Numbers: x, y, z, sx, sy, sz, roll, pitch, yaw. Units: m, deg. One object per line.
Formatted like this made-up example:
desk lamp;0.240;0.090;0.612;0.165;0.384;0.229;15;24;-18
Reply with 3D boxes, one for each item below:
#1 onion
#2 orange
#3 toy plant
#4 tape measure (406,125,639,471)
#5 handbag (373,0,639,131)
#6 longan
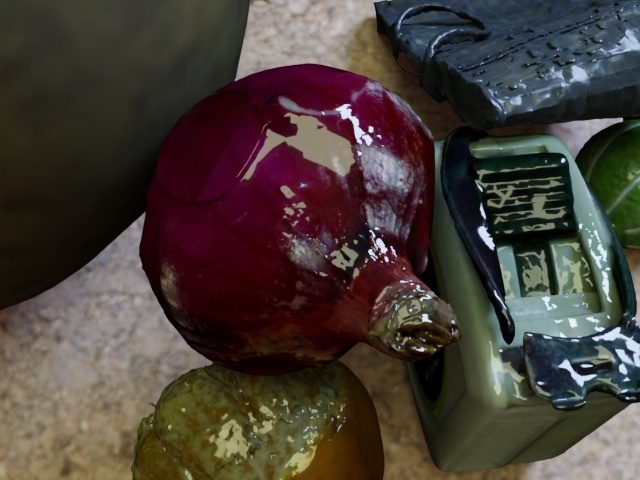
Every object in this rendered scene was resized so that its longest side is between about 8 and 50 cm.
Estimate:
onion;-0.010;-0.009;0.551;0.173;0.135;0.198;-50;33;-4
orange;-0.041;0.130;0.649;0.157;0.134;0.156;-7;107;-24
toy plant;0.236;-0.055;0.751;0.093;0.093;0.162;43;78;14
tape measure;0.115;0.023;0.640;0.115;0.235;0.207;-3;68;-5
handbag;0.138;-0.134;0.728;0.175;0.088;0.270;-11;25;-7
longan;-0.230;-0.131;0.626;0.404;0.404;0.336;-33;72;-13
